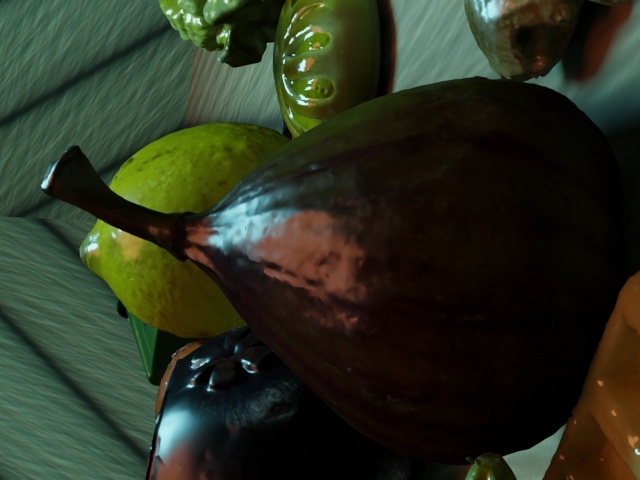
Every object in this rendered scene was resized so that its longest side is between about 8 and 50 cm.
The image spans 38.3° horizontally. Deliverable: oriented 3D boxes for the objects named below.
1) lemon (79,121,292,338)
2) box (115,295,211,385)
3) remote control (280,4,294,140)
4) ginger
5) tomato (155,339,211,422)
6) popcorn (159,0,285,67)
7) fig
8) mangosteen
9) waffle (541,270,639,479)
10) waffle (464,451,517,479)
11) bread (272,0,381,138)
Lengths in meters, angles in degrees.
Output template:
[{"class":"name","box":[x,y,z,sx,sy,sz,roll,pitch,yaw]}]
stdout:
[{"class":"lemon","box":[-0.127,-0.010,1.096,0.258,0.310,0.258,165,90,-81]},{"class":"box","box":[-0.160,0.077,1.365,0.329,0.252,0.178,112,143,-56]},{"class":"remote control","box":[-0.027,-0.188,1.197,0.090,0.066,0.266,-125,40,-74]},{"class":"ginger","box":[0.132,-0.140,0.542,0.165,0.067,0.096,-146,60,-69]},{"class":"tomato","box":[-0.098,0.212,1.130,0.208,0.208,0.184,160,108,-75]},{"class":"popcorn","box":[-0.111,-0.376,1.273,0.258,0.224,0.270,-148,67,-66]},{"class":"fig","box":[0.000,0.000,0.522,0.217,0.321,0.217,11,-90,-83]},{"class":"mangosteen","box":[-0.034,0.209,0.802,0.287,0.233,0.287,-175,90,-82]},{"class":"waffle","box":[0.152,0.159,0.413,0.168,0.057,0.274,-105,22,-51]},{"class":"waffle","box":[0.089,0.219,0.421,0.208,0.054,0.214,-116,26,-57]},{"class":"bread","box":[0.000,-0.198,1.019,0.213,0.104,0.213,180,90,-77]}]
